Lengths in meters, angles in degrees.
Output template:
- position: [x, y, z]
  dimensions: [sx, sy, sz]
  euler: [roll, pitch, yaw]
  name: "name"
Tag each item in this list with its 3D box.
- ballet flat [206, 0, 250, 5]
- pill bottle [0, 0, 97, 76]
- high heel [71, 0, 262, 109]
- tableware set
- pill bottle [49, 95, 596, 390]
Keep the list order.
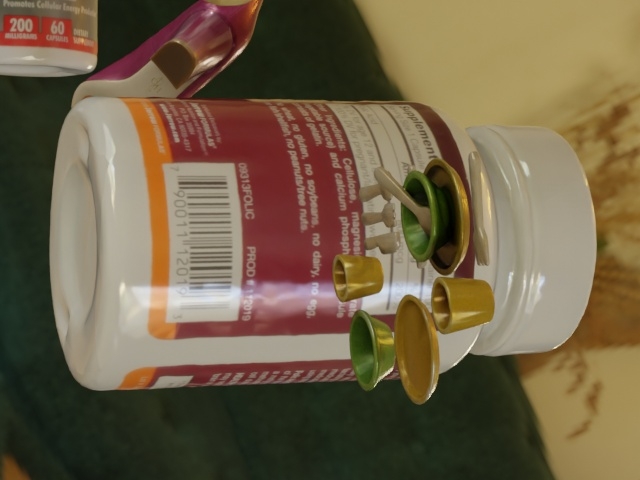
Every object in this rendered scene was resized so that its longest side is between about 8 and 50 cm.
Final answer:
- position: [-0.034, -0.246, 0.995]
  dimensions: [0.073, 0.080, 0.232]
  euler: [82, 15, -56]
  name: "ballet flat"
- position: [-0.316, -0.321, 1.744]
  dimensions: [0.161, 0.161, 0.283]
  euler: [-3, 94, -78]
  name: "pill bottle"
- position: [-0.147, -0.163, 1.552]
  dimensions: [0.082, 0.244, 0.117]
  euler: [49, 52, -3]
  name: "high heel"
- position: [0.035, 0.019, 0.700]
  dimensions: [0.154, 0.024, 0.104]
  euler: [170, -85, -72]
  name: "tableware set"
- position: [0.000, 0.000, 1.291]
  dimensions: [0.224, 0.392, 0.224]
  euler: [180, -90, -69]
  name: "pill bottle"
